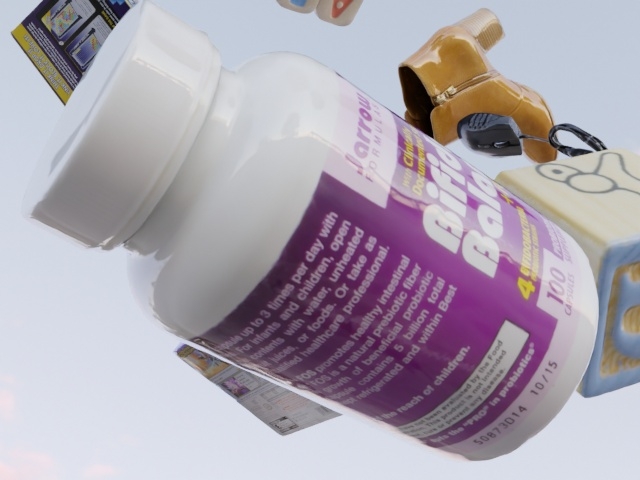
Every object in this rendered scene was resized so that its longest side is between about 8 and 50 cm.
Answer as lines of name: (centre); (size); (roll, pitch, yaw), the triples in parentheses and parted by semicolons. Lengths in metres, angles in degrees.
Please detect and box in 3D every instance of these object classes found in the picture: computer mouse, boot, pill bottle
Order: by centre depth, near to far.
pill bottle: (0.000, 0.000, 0.461); (0.301, 0.169, 0.169); (29, -58, -26)
computer mouse: (0.270, -0.127, 1.075); (0.041, 0.242, 0.071); (-42, -57, -22)
boot: (0.236, -0.186, 1.239); (0.211, 0.104, 0.295); (-42, -67, -25)

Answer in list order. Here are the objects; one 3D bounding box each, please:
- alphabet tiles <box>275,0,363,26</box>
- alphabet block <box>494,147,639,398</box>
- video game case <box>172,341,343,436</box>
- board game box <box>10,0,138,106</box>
alphabet tiles: (0.032, -0.358, 0.825); (0.284, 0.021, 0.278); (6, -54, -41)
alphabet block: (0.319, 0.027, 0.909); (0.192, 0.197, 0.193); (-11, -60, -18)
video game case: (-0.083, 0.196, 1.280); (0.244, 0.061, 0.269); (39, -34, -9)
board game box: (-0.261, -0.224, 0.960); (0.141, 0.048, 0.170); (-38, -94, 16)
